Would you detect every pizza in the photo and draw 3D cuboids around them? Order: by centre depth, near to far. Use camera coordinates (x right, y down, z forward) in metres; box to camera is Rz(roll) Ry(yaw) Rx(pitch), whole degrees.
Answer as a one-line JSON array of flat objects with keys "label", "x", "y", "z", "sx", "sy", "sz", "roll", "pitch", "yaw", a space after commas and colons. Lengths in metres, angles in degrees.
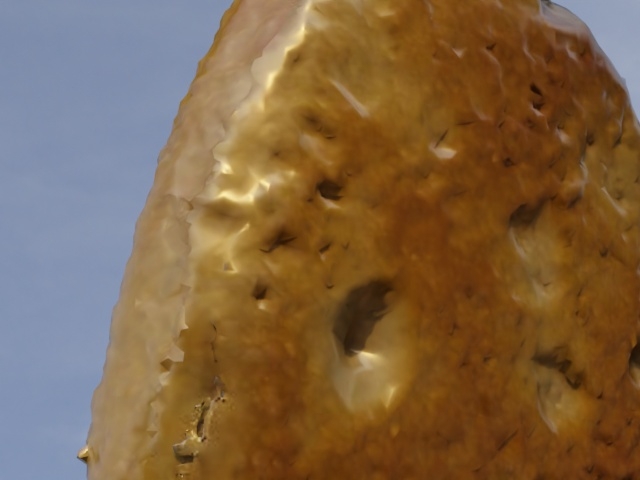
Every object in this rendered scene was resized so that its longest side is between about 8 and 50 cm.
[{"label": "pizza", "x": 0.042, "y": 0.066, "z": 0.417, "sx": 0.277, "sy": 0.114, "sz": 0.409, "roll": 5, "pitch": -94, "yaw": -41}]
